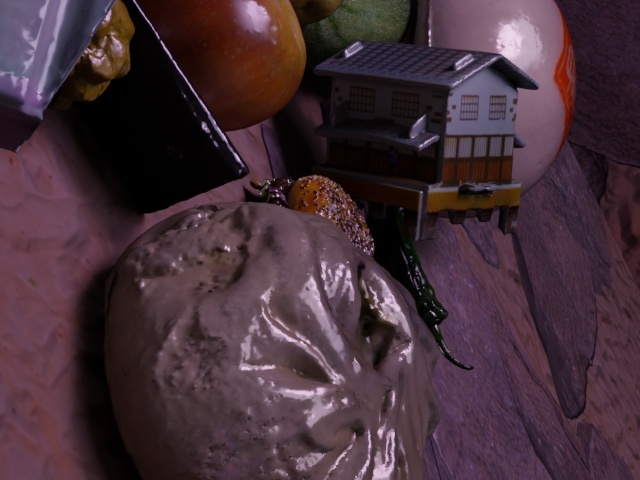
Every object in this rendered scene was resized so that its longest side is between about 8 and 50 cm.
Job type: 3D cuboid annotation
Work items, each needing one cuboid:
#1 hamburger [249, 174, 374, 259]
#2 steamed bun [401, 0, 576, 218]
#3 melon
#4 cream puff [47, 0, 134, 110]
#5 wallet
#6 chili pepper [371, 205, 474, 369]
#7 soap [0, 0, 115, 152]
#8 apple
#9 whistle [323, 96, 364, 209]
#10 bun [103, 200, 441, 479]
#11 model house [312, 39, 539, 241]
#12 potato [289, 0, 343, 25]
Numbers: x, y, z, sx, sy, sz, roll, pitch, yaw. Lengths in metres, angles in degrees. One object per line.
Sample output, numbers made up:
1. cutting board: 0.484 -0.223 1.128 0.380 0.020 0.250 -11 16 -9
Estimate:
1. hamburger: 0.001 -0.001 1.676 0.189 0.093 0.164 22 46 -64
2. steamed bun: 0.224 -0.209 2.082 0.374 0.241 0.374 4 90 -89
3. melon: 0.025 -0.301 1.968 0.182 0.182 0.287 66 21 5
4. cream puff: -0.227 -0.163 1.262 0.146 0.146 0.116 54 43 -26
5. wallet: -0.183 -0.157 1.347 0.030 0.146 0.285 -42 107 -40
6. chili pepper: 0.108 0.039 1.939 0.122 0.065 0.279 33 32 -49
7. soap: -0.231 -0.305 1.109 0.261 0.156 0.446 15 77 -23
8. apple: -0.115 -0.203 1.525 0.210 0.173 0.235 65 11 12
9. whistle: 0.031 -0.114 1.976 0.033 0.033 0.176 41 30 -48
10. bun: -0.024 0.112 1.307 0.360 0.211 0.360 50 26 -35
11. model house: 0.115 -0.121 1.799 0.198 0.224 0.215 -2 101 -44
12. potato: -0.043 -0.343 1.691 0.169 0.143 0.248 50 16 -52
